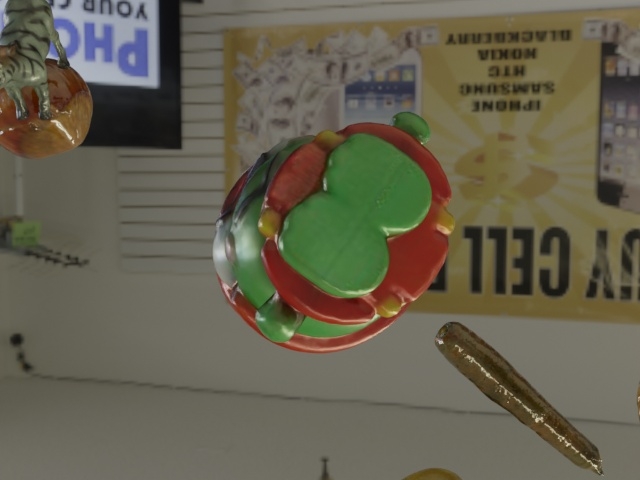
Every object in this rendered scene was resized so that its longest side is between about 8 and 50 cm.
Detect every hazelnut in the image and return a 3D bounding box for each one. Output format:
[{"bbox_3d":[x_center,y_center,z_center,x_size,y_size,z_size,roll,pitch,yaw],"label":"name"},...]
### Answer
[{"bbox_3d":[-0.459,-0.221,1.368,0.182,0.182,0.182,0,-175,0],"label":"hazelnut"}]

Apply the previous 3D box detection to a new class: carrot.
[{"bbox_3d":[0.314,0.250,1.313,0.342,0.070,0.070,41,-176,-3],"label":"carrot"}]

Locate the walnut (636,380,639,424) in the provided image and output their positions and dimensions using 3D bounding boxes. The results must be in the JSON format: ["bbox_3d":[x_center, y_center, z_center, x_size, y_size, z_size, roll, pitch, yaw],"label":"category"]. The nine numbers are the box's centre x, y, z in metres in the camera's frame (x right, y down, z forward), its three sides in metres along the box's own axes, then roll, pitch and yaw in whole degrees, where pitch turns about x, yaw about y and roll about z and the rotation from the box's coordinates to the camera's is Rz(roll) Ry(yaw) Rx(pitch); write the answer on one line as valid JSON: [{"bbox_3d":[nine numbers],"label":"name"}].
[{"bbox_3d":[0.480,0.195,1.073,0.144,0.180,0.144,2,-133,-2],"label":"walnut"}]

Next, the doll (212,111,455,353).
[{"bbox_3d":[-0.001,0.000,0.685,0.160,0.182,0.363,30,172,-13],"label":"doll"}]

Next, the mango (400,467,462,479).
[{"bbox_3d":[0.189,0.618,1.664,0.182,0.253,0.365,-1,-134,53],"label":"mango"}]

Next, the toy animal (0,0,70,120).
[{"bbox_3d":[-0.421,-0.244,1.197,0.090,0.169,0.255,0,-139,-7],"label":"toy animal"}]

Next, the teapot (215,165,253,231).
[{"bbox_3d":[-0.050,0.009,1.120,0.159,0.231,0.159,-23,-168,5],"label":"teapot"}]
